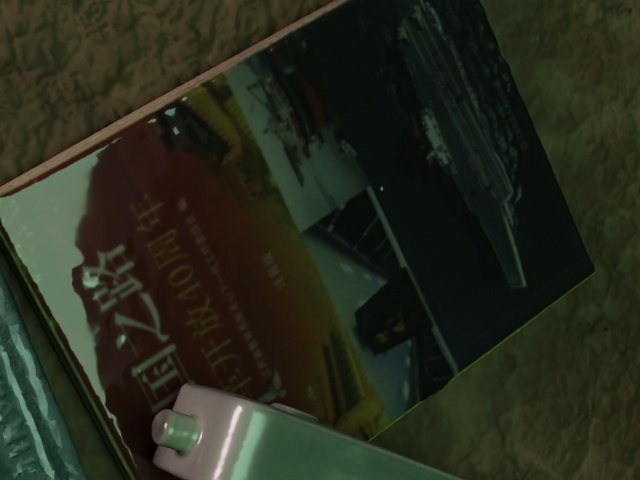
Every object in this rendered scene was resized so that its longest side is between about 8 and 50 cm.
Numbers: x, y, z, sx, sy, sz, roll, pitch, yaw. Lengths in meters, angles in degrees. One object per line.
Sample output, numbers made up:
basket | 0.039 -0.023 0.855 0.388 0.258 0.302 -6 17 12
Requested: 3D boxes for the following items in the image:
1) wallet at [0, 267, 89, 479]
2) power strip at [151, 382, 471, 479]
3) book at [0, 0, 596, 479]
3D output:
wallet | -0.232 0.144 0.802 0.237 0.075 0.342 -23 92 -33
power strip | 0.057 0.167 0.976 0.385 0.091 0.062 25 81 -33
book | 0.000 0.000 0.999 0.374 0.028 0.262 -33 108 -26
